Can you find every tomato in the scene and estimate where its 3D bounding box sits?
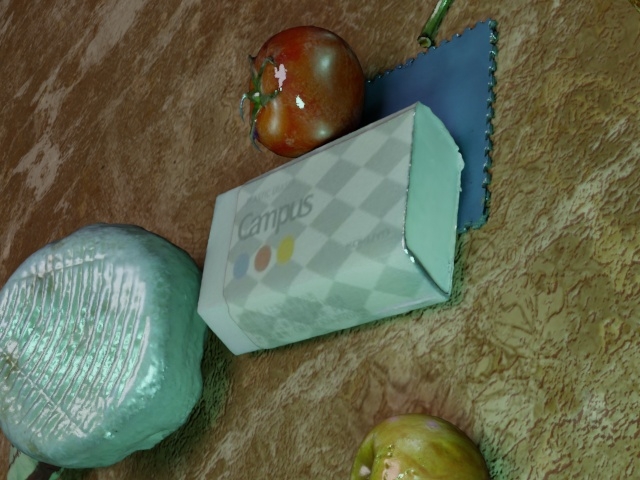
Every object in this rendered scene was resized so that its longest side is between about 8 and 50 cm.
[{"bbox_3d":[-0.017,-0.180,1.520,0.167,0.167,0.167,-31,49,42],"label":"tomato"}]

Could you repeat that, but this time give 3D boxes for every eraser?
[{"bbox_3d":[0.000,0.000,1.456,0.397,0.082,0.213,-19,56,49],"label":"eraser"}]

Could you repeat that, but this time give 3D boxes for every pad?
[{"bbox_3d":[0.106,-0.107,1.452,0.270,0.012,0.269,-19,57,49],"label":"pad"}]

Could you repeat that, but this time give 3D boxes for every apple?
[{"bbox_3d":[0.098,0.240,1.176,0.146,0.146,0.146,-31,49,42],"label":"apple"}]

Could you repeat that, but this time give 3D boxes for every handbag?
[{"bbox_3d":[-0.409,0.265,1.856,0.213,0.127,0.235,-47,37,31],"label":"handbag"}]

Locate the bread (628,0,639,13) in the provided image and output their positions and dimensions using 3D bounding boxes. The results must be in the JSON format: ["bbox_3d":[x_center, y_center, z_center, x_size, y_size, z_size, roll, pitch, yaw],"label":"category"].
[{"bbox_3d":[0.360,-0.296,1.161,0.193,0.064,0.193,-25,55,43],"label":"bread"}]

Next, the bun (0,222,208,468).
[{"bbox_3d":[-0.300,0.146,1.679,0.355,0.194,0.354,-10,69,26],"label":"bun"}]

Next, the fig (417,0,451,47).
[{"bbox_3d":[0.163,-0.339,1.447,0.124,0.124,0.236,-122,37,-51],"label":"fig"}]
